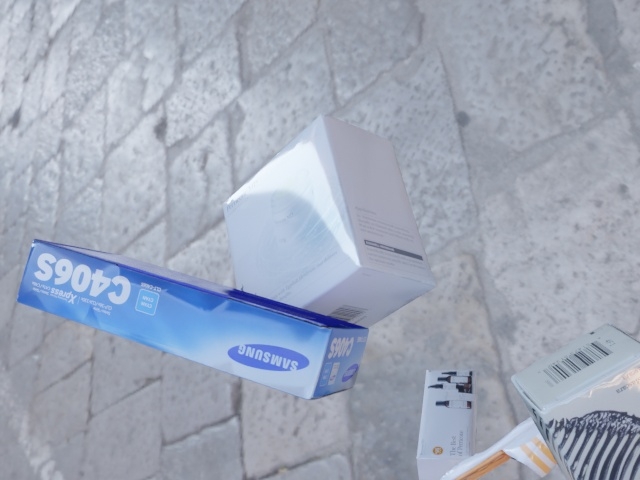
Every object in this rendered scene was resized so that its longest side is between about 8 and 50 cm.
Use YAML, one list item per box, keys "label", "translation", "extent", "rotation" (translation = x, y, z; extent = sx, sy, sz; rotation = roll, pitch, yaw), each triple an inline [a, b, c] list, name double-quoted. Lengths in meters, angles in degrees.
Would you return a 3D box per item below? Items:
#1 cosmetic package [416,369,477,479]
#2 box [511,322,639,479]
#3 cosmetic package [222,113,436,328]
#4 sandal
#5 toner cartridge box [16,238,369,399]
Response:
- label: "cosmetic package"
  translation: [0.234, 0.330, 1.357]
  extent: [0.099, 0.060, 0.239]
  rotation: [-5, 28, 15]
- label: "box"
  translation: [0.288, 0.222, 0.665]
  extent: [0.113, 0.275, 0.094]
  rotation: [-31, 9, 2]
- label: "cosmetic package"
  translation: [0.000, 0.000, 0.970]
  extent: [0.224, 0.138, 0.224]
  rotation: [-38, 52, 36]
- label: "sandal"
  translation: [0.303, 0.330, 1.120]
  extent: [0.265, 0.102, 0.076]
  rotation: [-38, 59, 13]
- label: "toner cartridge box"
  translation: [-0.135, 0.082, 0.818]
  extent: [0.348, 0.165, 0.075]
  rotation: [15, 89, 18]
